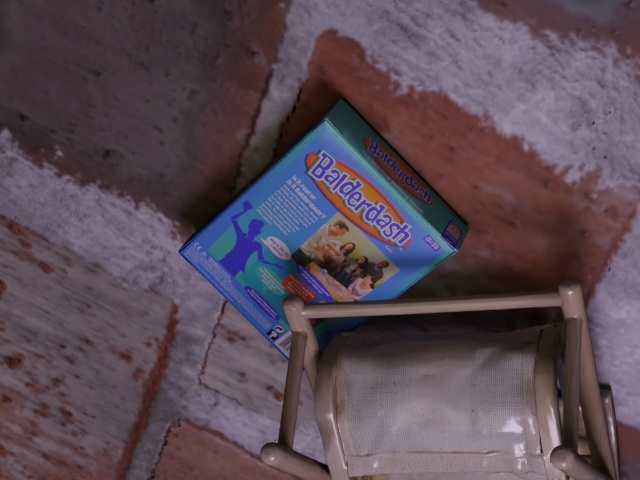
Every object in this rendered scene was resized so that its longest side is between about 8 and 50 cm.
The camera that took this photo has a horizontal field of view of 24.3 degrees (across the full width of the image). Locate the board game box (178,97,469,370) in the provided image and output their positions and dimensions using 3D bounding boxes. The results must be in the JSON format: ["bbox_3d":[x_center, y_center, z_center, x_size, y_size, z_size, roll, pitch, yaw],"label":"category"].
[{"bbox_3d":[0.000,0.000,1.297,0.160,0.047,0.210,46,124,-7],"label":"board game box"}]

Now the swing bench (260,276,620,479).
[{"bbox_3d":[0.113,0.170,1.262,0.253,0.165,0.254,-3,146,18],"label":"swing bench"}]
